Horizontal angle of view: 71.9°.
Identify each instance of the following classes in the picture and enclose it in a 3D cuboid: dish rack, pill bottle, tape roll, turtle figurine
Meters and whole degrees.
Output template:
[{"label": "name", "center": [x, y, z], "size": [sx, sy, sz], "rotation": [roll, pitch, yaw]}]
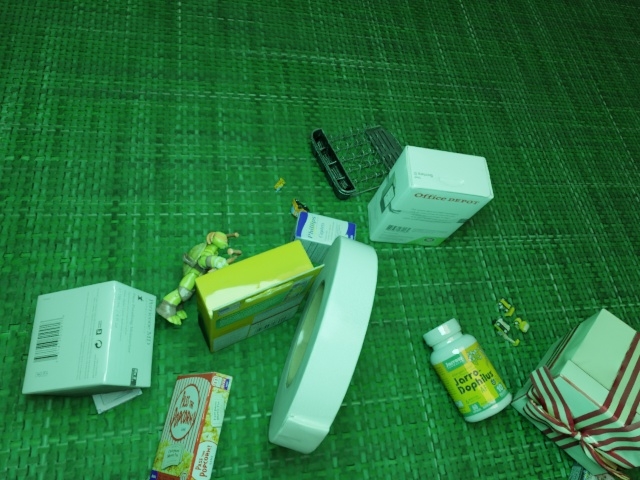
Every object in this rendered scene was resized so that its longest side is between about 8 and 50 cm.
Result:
[{"label": "dish rack", "center": [0.121, -0.232, 1.219], "size": [0.271, 0.074, 0.208], "rotation": [-20, 72, -22]}, {"label": "pill bottle", "center": [0.324, 0.287, 0.999], "size": [0.117, 0.117, 0.208], "rotation": [-22, 72, -22]}, {"label": "tape roll", "center": [0.001, 0.182, 0.815], "size": [0.072, 0.392, 0.392], "rotation": [20, 62, -5]}, {"label": "turtle figurine", "center": [-0.252, 0.062, 0.907], "size": [0.087, 0.269, 0.217], "rotation": [35, 85, -19]}]

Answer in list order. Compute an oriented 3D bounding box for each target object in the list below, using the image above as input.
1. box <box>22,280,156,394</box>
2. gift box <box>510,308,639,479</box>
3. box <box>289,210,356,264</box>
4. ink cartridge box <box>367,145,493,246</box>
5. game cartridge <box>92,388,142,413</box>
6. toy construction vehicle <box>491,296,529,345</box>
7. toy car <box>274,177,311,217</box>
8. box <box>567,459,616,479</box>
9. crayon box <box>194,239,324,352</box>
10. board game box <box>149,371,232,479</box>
[{"label": "box", "center": [-0.420, 0.187, 0.817], "size": [0.182, 0.119, 0.181], "rotation": [-11, 67, 15]}, {"label": "gift box", "center": [0.596, 0.325, 0.952], "size": [0.255, 0.276, 0.258], "rotation": [37, 60, 24]}, {"label": "box", "center": [0.000, 0.000, 1.048], "size": [0.137, 0.126, 0.072], "rotation": [13, 64, -8]}, {"label": "ink cartridge box", "center": [0.252, -0.095, 1.073], "size": [0.198, 0.273, 0.115], "rotation": [5, 64, -12]}, {"label": "game cartridge", "center": [-0.402, 0.296, 0.869], "size": [0.083, 0.017, 0.056], "rotation": [-21, 76, -22]}, {"label": "toy construction vehicle", "center": [0.478, 0.209, 1.127], "size": [0.098, 0.035, 0.086], "rotation": [44, 52, 6]}, {"label": "toy car", "center": [-0.073, -0.102, 1.140], "size": [0.040, 0.060, 0.122], "rotation": [-45, 57, 16]}, {"label": "box", "center": [0.585, 0.601, 0.962], "size": [0.114, 0.036, 0.207], "rotation": [36, 62, 5]}, {"label": "crayon box", "center": [-0.130, 0.109, 0.852], "size": [0.203, 0.323, 0.083], "rotation": [-21, 72, -22]}, {"label": "board game box", "center": [-0.238, 0.347, 0.812], "size": [0.045, 0.147, 0.193], "rotation": [29, 56, -34]}]
